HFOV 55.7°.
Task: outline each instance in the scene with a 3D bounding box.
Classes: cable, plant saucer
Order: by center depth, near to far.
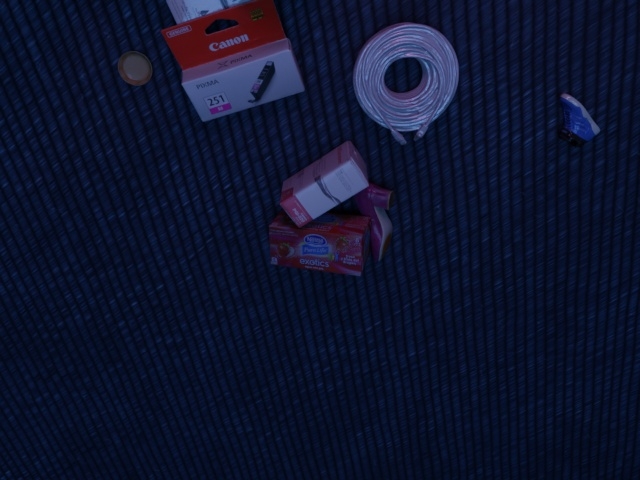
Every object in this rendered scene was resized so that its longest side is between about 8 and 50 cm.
[{"bbox_3d":[0.207,-0.397,1.477,0.257,0.089,0.257,37,111,-18],"label":"cable"},{"bbox_3d":[-0.456,-0.426,1.495,0.084,0.015,0.083,-1,119,-1],"label":"plant saucer"}]

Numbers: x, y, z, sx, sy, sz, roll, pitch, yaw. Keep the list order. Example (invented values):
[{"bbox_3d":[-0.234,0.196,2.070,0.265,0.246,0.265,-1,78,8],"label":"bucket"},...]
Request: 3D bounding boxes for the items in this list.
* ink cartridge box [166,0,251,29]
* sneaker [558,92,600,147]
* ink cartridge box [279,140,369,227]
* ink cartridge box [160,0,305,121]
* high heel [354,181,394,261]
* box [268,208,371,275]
[{"bbox_3d":[-0.249,-0.588,1.366,0.209,0.087,0.153,-19,117,10],"label":"ink cartridge box"},{"bbox_3d":[0.640,-0.300,1.550,0.084,0.058,0.152,-45,117,12],"label":"sneaker"},{"bbox_3d":[0.011,-0.149,1.570,0.218,0.158,0.092,-32,113,16],"label":"ink cartridge box"},{"bbox_3d":[-0.201,-0.420,1.430,0.275,0.060,0.239,-15,142,8],"label":"ink cartridge box"},{"bbox_3d":[0.136,-0.051,1.688,0.117,0.082,0.244,18,135,22],"label":"high heel"},{"bbox_3d":[0.000,0.000,1.637,0.257,0.128,0.122,7,119,14],"label":"box"}]
